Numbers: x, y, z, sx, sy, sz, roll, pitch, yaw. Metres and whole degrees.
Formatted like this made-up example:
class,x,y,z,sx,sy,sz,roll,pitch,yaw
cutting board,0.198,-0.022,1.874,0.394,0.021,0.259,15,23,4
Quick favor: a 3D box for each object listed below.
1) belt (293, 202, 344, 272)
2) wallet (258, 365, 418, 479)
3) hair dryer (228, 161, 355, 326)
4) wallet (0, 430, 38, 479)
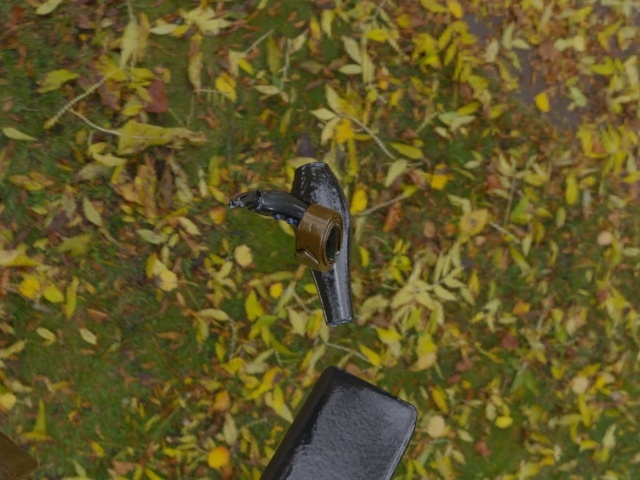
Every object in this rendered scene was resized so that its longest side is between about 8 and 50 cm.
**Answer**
class,x,y,z,sx,sy,sz,roll,pitch,yaw
belt,0.000,0.000,0.882,0.059,0.036,0.083,-59,160,-28
wallet,0.017,0.280,1.066,0.250,0.149,0.044,-57,165,-38
hair dryer,-0.033,-0.008,0.945,0.219,0.075,0.196,16,60,-57
wallet,-0.383,0.250,0.988,0.095,0.176,0.026,37,84,0
